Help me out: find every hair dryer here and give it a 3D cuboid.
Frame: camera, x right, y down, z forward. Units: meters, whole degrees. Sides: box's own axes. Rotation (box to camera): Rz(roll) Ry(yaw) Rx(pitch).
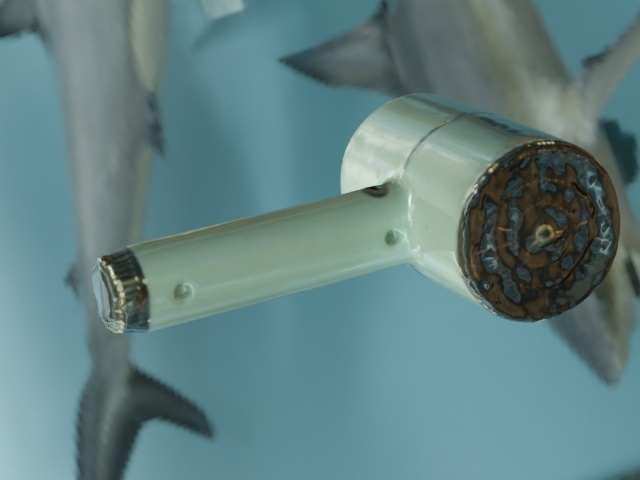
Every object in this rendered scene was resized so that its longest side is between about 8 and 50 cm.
[{"bbox_3d":[0.000,0.000,1.158,0.203,0.362,0.128,-147,47,-63],"label":"hair dryer"}]
